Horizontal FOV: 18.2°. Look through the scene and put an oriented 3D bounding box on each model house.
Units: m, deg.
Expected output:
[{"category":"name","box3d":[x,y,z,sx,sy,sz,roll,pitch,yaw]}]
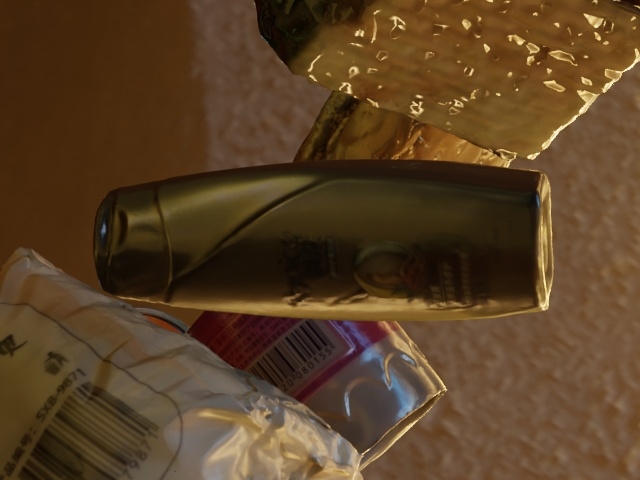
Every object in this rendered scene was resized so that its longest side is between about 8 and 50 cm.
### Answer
[{"category":"model house","box3d":[0.132,-0.248,1.163,0.284,0.243,0.298,-34,-137,48]}]

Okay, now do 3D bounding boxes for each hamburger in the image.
[{"category":"hamburger","box3d":[0.106,-0.102,1.989,0.144,0.259,0.283,37,-71,33]}]

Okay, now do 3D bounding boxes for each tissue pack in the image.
[{"category":"tissue pack","box3d":[-0.198,0.220,1.432,0.390,0.195,0.375,30,-96,40]}]

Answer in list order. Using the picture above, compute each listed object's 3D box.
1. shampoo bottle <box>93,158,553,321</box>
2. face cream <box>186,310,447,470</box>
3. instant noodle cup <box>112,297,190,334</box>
[{"category":"shampoo bottle","box3d":[0.000,0.000,1.533,0.350,0.125,0.084,1,-154,12]},{"category":"face cream","box3d":[-0.007,0.118,1.845,0.175,0.175,0.195,-43,-100,19]},{"category":"instant noodle cup","box3d":[-0.221,0.175,2.319,0.125,0.177,0.208,144,-65,-70]}]
